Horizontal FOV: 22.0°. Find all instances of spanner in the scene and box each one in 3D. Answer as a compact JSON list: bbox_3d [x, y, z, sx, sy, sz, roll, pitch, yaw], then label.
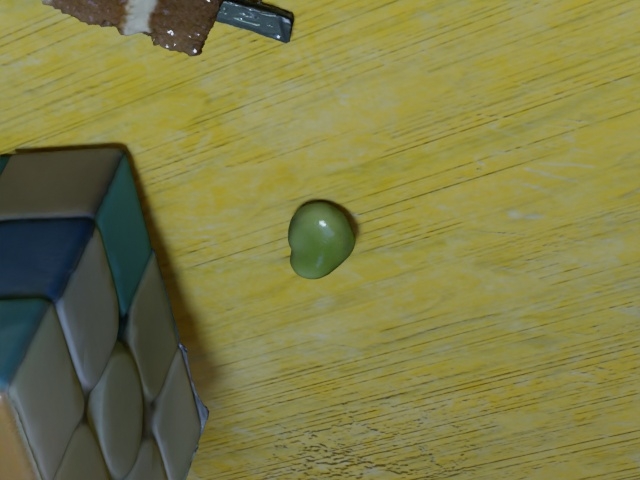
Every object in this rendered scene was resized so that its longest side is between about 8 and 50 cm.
[{"bbox_3d":[-0.174,-0.210,1.280,0.325,0.026,0.093,17,142,-13],"label":"spanner"}]

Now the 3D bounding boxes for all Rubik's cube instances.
[{"bbox_3d":[-0.329,0.153,1.451,0.344,0.346,0.347,-4,123,14],"label":"Rubik's cube"}]

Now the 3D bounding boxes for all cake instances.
[{"bbox_3d":[-0.123,-0.230,1.162,0.147,0.135,0.134,22,141,-9],"label":"cake"}]

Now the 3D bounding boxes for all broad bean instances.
[{"bbox_3d":[0.000,0.000,1.503,0.063,0.045,0.083,20,134,4],"label":"broad bean"}]
